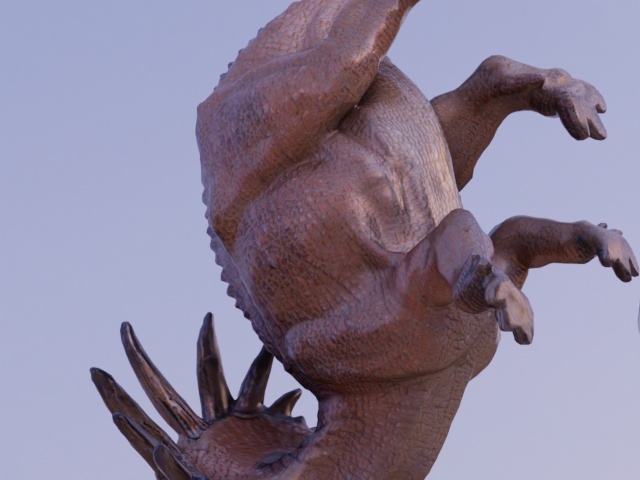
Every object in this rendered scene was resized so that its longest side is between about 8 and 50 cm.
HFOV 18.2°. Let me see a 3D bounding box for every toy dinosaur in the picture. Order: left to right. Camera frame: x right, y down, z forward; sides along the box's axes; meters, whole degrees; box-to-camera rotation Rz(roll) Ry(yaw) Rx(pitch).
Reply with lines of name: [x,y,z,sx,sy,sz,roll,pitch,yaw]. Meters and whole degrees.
toy dinosaur: [0.000,0.000,0.754,0.200,0.296,0.127,-24,-32,28]

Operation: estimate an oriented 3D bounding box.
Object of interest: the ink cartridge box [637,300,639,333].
ink cartridge box: [0.175,-0.089,0.525,0.119,0.207,0.353,13,25,18]
